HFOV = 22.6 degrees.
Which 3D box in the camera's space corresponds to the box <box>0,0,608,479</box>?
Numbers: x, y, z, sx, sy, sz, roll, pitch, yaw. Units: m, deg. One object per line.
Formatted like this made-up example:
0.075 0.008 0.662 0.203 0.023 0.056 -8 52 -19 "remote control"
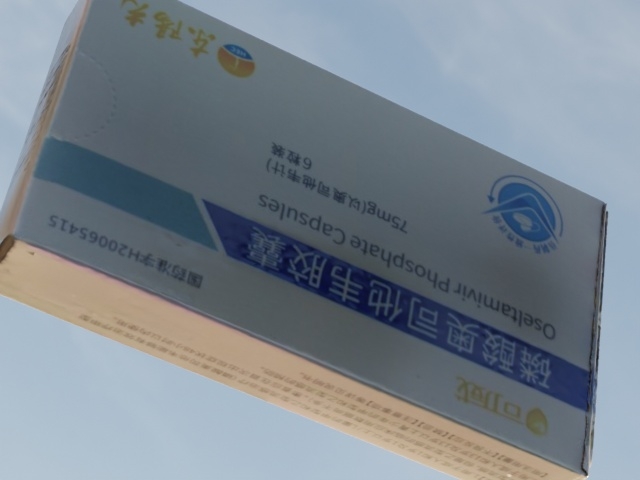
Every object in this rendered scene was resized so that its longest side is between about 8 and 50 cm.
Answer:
0.000 0.000 0.903 0.343 0.200 0.065 24 -38 -17 "box"
